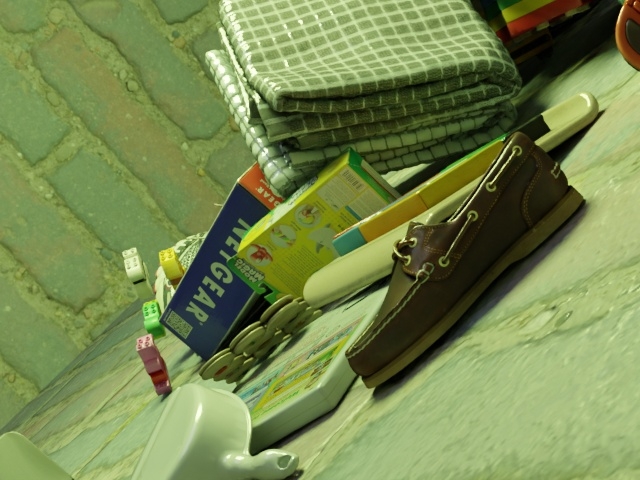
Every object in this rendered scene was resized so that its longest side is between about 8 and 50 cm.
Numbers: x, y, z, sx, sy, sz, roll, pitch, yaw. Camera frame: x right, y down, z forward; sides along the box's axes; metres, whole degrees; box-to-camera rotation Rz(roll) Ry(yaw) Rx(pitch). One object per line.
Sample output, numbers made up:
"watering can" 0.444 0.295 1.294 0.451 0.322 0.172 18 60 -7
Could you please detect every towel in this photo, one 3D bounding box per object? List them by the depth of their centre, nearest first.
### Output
"towel" 0.040 -0.187 1.422 0.284 0.235 0.121 -13 -43 -14

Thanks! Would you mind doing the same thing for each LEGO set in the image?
"LEGO set" -0.197 0.071 1.715 0.087 0.093 0.227 -20 43 0

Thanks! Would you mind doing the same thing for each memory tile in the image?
"memory tile" -0.052 0.095 1.258 0.113 0.012 0.148 -41 -14 4

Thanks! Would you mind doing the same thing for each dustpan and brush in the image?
"dustpan and brush" -0.079 0.165 0.998 0.211 0.060 0.147 -33 30 61

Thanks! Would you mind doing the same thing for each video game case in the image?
"video game case" -0.024 0.116 1.124 0.212 0.023 0.193 -35 9 38

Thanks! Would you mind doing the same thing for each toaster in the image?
"toaster" -0.379 0.316 1.471 0.168 0.110 0.185 -40 7 36

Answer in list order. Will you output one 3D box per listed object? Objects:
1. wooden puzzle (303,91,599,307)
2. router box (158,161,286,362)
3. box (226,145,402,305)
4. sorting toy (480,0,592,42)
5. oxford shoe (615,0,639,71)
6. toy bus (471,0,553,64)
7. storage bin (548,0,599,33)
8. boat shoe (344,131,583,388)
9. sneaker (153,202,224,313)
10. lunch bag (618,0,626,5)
"wooden puzzle" 0.106 -0.040 1.191 0.239 0.044 0.221 -37 4 -31
"router box" -0.029 -0.044 1.598 0.301 0.082 0.335 -47 -5 -37
"box" 0.000 0.000 1.354 0.179 0.105 0.043 -39 19 25
"sorting toy" 0.287 -0.295 1.455 0.257 0.089 0.255 -23 3 -3
"oxford shoe" 0.313 -0.198 1.019 0.271 0.097 0.098 -40 -14 -20
"toy bus" 0.196 -0.269 1.745 0.108 0.130 0.332 -27 7 -1
"storage bin" 0.320 -0.342 1.802 0.122 0.084 0.180 -44 8 -19
"boat shoe" 0.088 0.012 0.954 0.207 0.073 0.073 -44 8 -9
"sneaker" -0.115 0.014 1.868 0.112 0.121 0.299 -13 31 51
"lunch bag" 0.342 -0.272 1.223 0.176 0.090 0.219 -41 7 11
